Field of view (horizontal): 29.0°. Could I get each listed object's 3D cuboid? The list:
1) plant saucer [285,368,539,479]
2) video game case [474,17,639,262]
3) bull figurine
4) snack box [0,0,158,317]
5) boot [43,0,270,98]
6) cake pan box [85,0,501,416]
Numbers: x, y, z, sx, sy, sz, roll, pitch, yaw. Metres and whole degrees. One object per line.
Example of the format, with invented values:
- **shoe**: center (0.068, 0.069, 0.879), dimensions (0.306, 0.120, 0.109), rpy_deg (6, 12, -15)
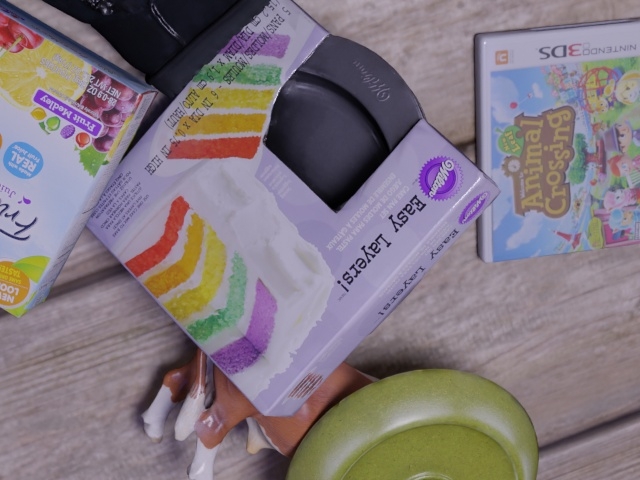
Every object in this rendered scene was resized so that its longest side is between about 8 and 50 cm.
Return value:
- **plant saucer**: center (0.087, 0.226, 1.099), dimensions (0.241, 0.037, 0.241), rpy_deg (-6, 118, -11)
- **video game case**: center (0.237, -0.091, 1.127), dimensions (0.193, 0.023, 0.212), rpy_deg (-7, 111, -9)
- **bull figurine**: center (-0.006, 0.176, 1.126), dimensions (0.310, 0.101, 0.188), rpy_deg (38, 95, -22)
- **snack box**: center (-0.255, -0.072, 0.979), dimensions (0.174, 0.070, 0.207), rpy_deg (30, 102, 0)
- **boot**: center (-0.128, -0.244, 0.932), dimensions (0.207, 0.094, 0.246), rpy_deg (36, 123, -22)
- **cake pan box**: center (-0.027, -0.034, 0.992), dimensions (0.267, 0.070, 0.246), rpy_deg (-47, 72, 8)
